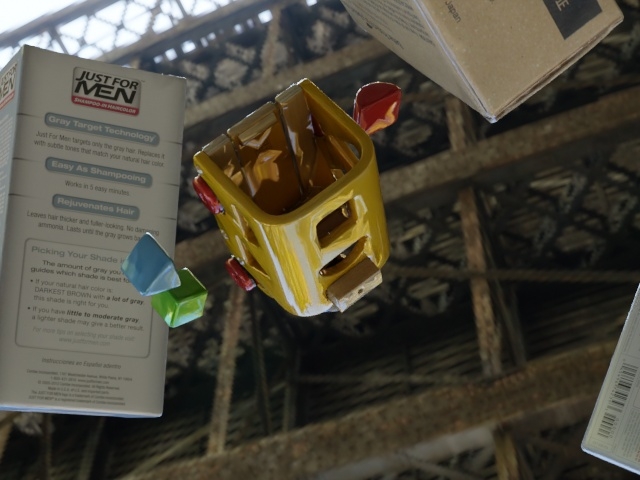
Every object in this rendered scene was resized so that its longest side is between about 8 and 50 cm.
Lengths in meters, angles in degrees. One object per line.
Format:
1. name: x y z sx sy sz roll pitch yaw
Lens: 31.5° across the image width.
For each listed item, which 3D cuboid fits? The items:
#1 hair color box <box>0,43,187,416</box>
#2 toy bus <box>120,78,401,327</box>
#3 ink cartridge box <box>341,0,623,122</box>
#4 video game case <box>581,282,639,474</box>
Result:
1. hair color box: -0.261 -0.003 1.223 0.113 0.185 0.375 -16 -111 60
2. toy bus: -0.006 -0.003 0.747 0.202 0.191 0.104 -4 -139 -48
3. ink cartridge box: 0.034 -0.189 0.593 0.088 0.193 0.235 -37 -153 1
4. video game case: 0.311 0.092 0.866 0.193 0.023 0.213 15 -98 54
